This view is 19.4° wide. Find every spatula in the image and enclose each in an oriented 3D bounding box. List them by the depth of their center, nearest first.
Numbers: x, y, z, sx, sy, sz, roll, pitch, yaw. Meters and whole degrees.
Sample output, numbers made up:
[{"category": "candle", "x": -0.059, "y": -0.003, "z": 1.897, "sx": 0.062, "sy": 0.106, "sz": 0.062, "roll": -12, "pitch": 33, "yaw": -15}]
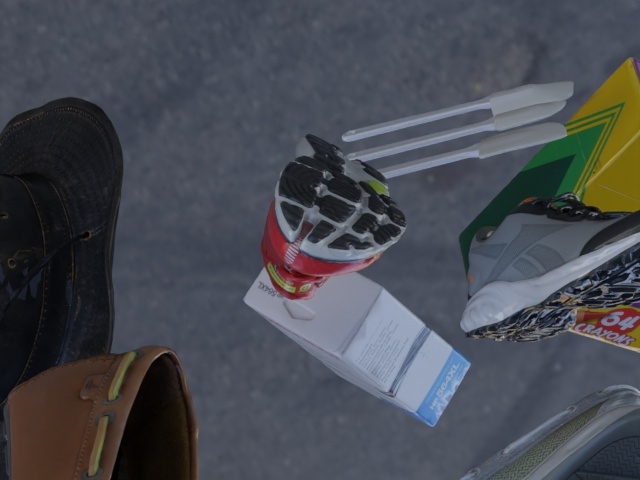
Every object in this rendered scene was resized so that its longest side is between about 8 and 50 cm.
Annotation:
[{"category": "spatula", "x": 0.127, "y": -0.102, "z": 1.829, "sx": 0.242, "sy": 0.168, "sz": 0.019, "roll": -14, "pitch": 115, "yaw": 16}]

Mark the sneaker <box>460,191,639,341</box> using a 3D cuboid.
[{"category": "sneaker", "x": 0.195, "y": 0.006, "z": 1.460, "sx": 0.100, "sy": 0.108, "sz": 0.271, "roll": 4, "pitch": 164, "yaw": -31}]

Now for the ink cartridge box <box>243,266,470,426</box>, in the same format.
[{"category": "ink cartridge box", "x": 0.039, "y": 0.094, "z": 1.917, "sx": 0.086, "sy": 0.148, "sz": 0.203, "roll": -57, "pitch": 141, "yaw": -7}]

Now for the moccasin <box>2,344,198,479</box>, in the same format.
[{"category": "moccasin", "x": -0.102, "y": 0.200, "z": 1.106, "sx": 0.147, "sy": 0.380, "sz": 0.139, "roll": -28, "pitch": 120, "yaw": 9}]

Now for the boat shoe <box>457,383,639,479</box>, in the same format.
[{"category": "boat shoe", "x": 0.128, "y": 0.225, "z": 1.413, "sx": 0.320, "sy": 0.103, "sz": 0.118, "roll": -39, "pitch": 109, "yaw": 4}]

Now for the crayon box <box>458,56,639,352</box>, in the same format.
[{"category": "crayon box", "x": 0.390, "y": -0.014, "z": 2.051, "sx": 0.363, "sy": 0.106, "sz": 0.313, "roll": 17, "pitch": 135, "yaw": -29}]

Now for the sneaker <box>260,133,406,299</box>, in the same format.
[{"category": "sneaker", "x": 0.000, "y": 0.000, "z": 1.513, "sx": 0.107, "sy": 0.279, "sz": 0.118, "roll": 27, "pitch": 102, "yaw": -1}]

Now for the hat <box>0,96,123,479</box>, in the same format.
[{"category": "hat", "x": -0.280, "y": 0.032, "z": 1.451, "sx": 0.134, "sy": 0.331, "sz": 0.331, "roll": 17, "pitch": 129, "yaw": -32}]
